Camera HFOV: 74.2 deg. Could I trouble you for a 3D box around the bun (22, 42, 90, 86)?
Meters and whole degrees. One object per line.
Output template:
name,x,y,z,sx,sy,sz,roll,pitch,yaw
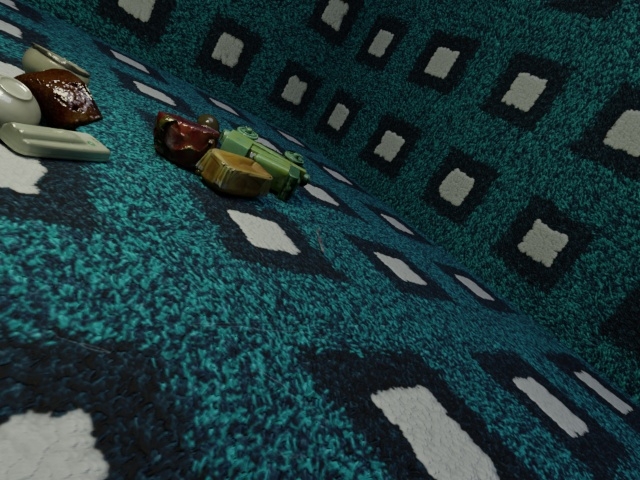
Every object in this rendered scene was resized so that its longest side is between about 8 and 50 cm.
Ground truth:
bun,-0.776,-0.479,1.237,0.173,0.119,0.173,30,9,-5

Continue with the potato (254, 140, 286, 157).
potato,-0.251,-0.398,1.997,0.226,0.090,0.117,31,16,-5

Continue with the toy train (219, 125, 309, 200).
toy train,-0.226,-0.304,1.669,0.398,0.160,0.253,27,23,-13

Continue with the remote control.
remote control,-0.583,-0.221,0.947,0.090,0.049,0.230,37,15,9

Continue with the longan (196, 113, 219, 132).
longan,-0.490,-0.494,1.857,0.106,0.106,0.119,44,-21,37

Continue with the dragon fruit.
dragon fruit,-0.428,-0.313,1.373,0.211,0.146,0.282,26,11,14

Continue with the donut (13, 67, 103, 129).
donut,-0.662,-0.360,1.058,0.186,0.144,0.126,64,31,-12

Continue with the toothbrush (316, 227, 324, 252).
toothbrush,0.000,0.000,1.405,0.013,0.019,0.193,28,18,-16

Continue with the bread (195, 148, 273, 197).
bread,-0.273,-0.210,1.372,0.136,0.107,0.241,42,19,23

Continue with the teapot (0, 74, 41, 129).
teapot,-0.682,-0.294,0.904,0.145,0.092,0.226,42,19,-19
